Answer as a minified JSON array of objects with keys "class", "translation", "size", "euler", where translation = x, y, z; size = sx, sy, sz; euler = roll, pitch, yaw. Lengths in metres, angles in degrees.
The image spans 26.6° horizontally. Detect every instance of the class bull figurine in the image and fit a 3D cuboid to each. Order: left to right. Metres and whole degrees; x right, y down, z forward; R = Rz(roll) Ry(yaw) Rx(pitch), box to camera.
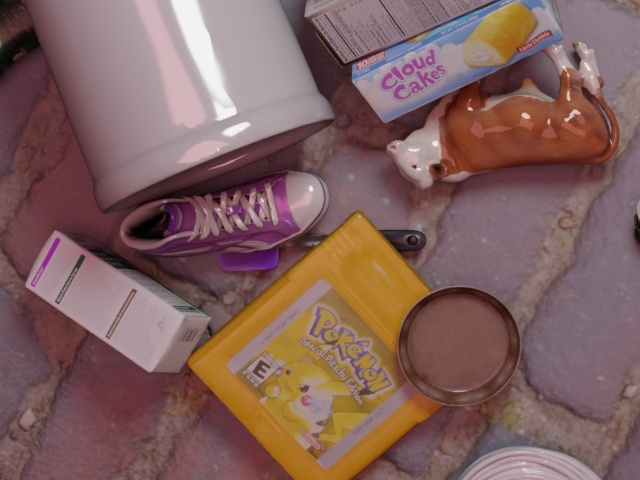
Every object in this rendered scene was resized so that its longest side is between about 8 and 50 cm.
[{"class":"bull figurine","translation":[0.242,-0.168,1.823],"size":[0.310,0.101,0.188],"euler":[-3,92,6]}]

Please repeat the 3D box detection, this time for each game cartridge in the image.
[{"class":"game cartridge","translation":[0.026,0.166,1.880],"size":[0.323,0.053,0.285],"euler":[-41,97,10]}]

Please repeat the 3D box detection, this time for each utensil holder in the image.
[{"class":"utensil holder","translation":[-0.203,-0.271,1.756],"size":[0.327,0.327,0.385],"euler":[-23,89,7]}]

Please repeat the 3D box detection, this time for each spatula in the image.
[{"class":"spatula","translation":[0.000,0.000,1.897],"size":[0.296,0.030,0.084],"euler":[-1,92,6]}]

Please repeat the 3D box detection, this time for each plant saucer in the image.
[{"class":"plant saucer","translation":[0.187,0.141,1.837],"size":[0.168,0.029,0.168],"euler":[0,99,0]}]

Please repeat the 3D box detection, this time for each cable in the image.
[{"class":"cable","translation":[0.290,0.409,1.872],"size":[0.257,0.089,0.257],"euler":[8,94,6]}]

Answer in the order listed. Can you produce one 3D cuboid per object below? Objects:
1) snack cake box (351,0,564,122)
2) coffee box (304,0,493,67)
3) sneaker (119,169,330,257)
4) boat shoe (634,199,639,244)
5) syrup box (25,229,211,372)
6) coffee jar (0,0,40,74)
[{"class":"snack cake box","translation":[0.172,-0.278,1.759],"size":[0.264,0.152,0.089],"euler":[-25,131,21]},{"class":"coffee box","translation":[0.110,-0.340,1.718],"size":[0.246,0.141,0.098],"euler":[-20,131,26]},{"class":"sneaker","translation":[-0.133,-0.029,1.826],"size":[0.282,0.161,0.102],"euler":[-16,84,13]},{"class":"boat shoe","translation":[0.540,-0.033,1.826],"size":[0.233,0.079,0.084],"euler":[-7,53,3]},{"class":"syrup box","translation":[-0.281,0.084,1.869],"size":[0.237,0.093,0.096],"euler":[33,96,20]},{"class":"coffee jar","translation":[-0.447,-0.288,1.895],"size":[0.184,0.079,0.096],"euler":[-35,93,7]}]
